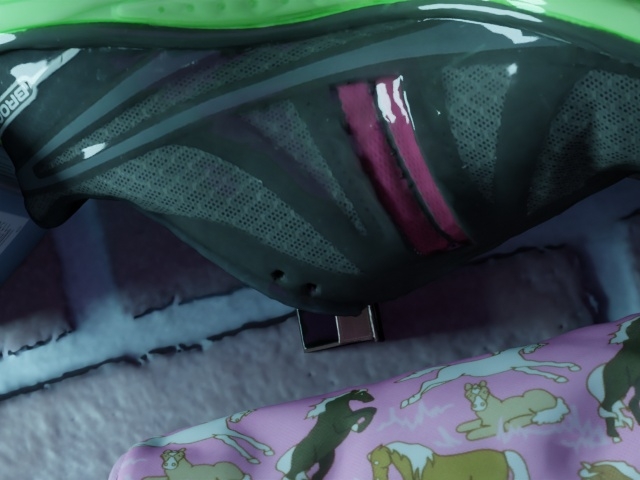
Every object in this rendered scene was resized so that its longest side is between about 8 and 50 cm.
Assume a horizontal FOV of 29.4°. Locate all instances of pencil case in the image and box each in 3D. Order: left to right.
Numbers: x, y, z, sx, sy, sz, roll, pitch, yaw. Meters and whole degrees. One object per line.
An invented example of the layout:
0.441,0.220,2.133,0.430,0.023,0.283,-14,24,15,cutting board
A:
0.090,0.136,0.632,0.386,0.160,0.167,-15,60,2,pencil case

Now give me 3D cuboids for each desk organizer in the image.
0.000,0.000,0.718,0.050,0.047,0.130,-11,83,7,desk organizer

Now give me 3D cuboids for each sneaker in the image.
0.048,-0.065,0.613,0.482,0.185,0.202,7,119,19,sneaker

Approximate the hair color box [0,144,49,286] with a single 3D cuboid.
-0.340,-0.107,0.691,0.374,0.185,0.114,41,91,8,hair color box
